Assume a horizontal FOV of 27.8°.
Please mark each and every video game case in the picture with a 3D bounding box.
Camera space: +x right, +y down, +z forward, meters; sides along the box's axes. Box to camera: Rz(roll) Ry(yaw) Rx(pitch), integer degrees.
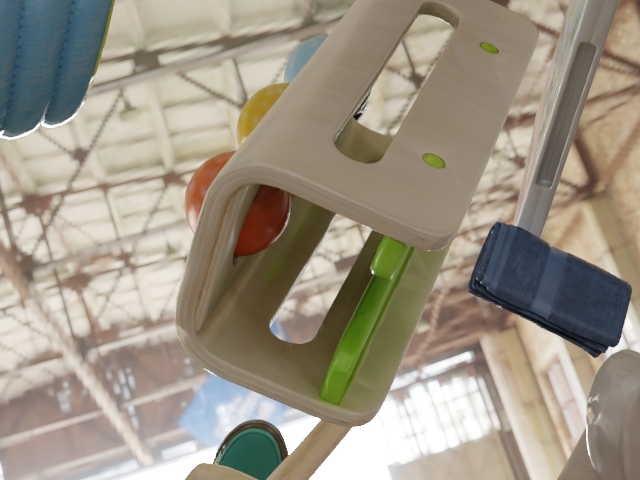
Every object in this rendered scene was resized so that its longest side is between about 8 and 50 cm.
[{"bbox_3d":[0.204,-0.154,1.028,0.025,0.204,0.285,15,-47,5],"label":"video game case"}]

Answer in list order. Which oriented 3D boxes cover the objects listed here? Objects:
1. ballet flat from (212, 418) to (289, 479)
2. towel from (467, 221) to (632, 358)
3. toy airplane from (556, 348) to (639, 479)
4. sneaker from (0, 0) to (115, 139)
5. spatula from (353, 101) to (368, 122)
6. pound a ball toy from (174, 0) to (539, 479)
[{"bbox_3d":[-0.066,0.243,1.182,0.072,0.213,0.068,11,24,7],"label":"ballet flat"},{"bbox_3d":[0.175,0.036,0.982,0.119,0.067,0.029,26,-29,-2],"label":"towel"},{"bbox_3d":[0.119,0.248,0.612,0.386,0.272,0.384,-10,-47,-23],"label":"toy airplane"},{"bbox_3d":[-0.190,-0.180,0.564,0.208,0.319,0.127,-14,3,-28],"label":"sneaker"},{"bbox_3d":[0.001,-0.092,1.030,0.084,0.030,0.296,-25,6,-8],"label":"spatula"},{"bbox_3d":[0.000,0.000,0.705,0.319,0.135,0.208,-59,-9,-54],"label":"pound a ball toy"}]
